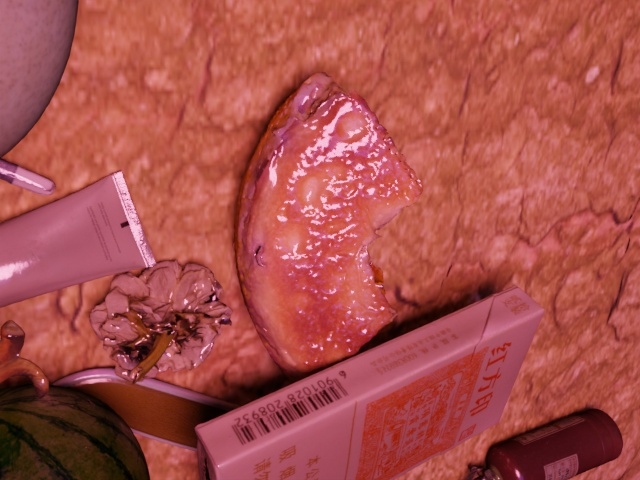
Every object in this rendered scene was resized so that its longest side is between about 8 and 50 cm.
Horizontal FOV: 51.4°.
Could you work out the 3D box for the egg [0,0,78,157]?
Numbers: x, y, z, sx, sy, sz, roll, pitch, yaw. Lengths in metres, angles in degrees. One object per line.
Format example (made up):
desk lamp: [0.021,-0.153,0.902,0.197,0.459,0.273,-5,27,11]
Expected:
egg: [-0.240,-0.142,0.405,0.169,0.169,0.236,15,105,-29]

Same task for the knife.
knife: [-0.107,0.190,0.669,0.343,0.027,0.061,27,99,-30]

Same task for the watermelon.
watermelon: [-0.228,0.220,0.531,0.188,0.188,0.214,-20,117,-17]

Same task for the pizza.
pizza: [0.000,0.000,0.617,0.162,0.085,0.305,2,111,-9]

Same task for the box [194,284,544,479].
box: [0.056,0.186,0.671,0.365,0.051,0.204,-20,136,-26]

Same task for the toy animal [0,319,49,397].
toy animal: [-0.308,0.073,0.470,0.241,0.056,0.099,23,113,-1]

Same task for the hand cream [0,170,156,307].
hand cream: [-0.234,0.013,0.535,0.186,0.054,0.087,-22,103,-23]

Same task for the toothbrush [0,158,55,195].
toothbrush: [-0.331,-0.090,0.467,0.288,0.024,0.026,22,84,-29]

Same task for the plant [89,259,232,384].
plant: [-0.135,0.074,0.565,0.117,0.122,0.104,-34,108,-3]

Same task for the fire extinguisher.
fire extinguisher: [0.277,0.294,0.867,0.231,0.071,0.099,-15,141,-19]
